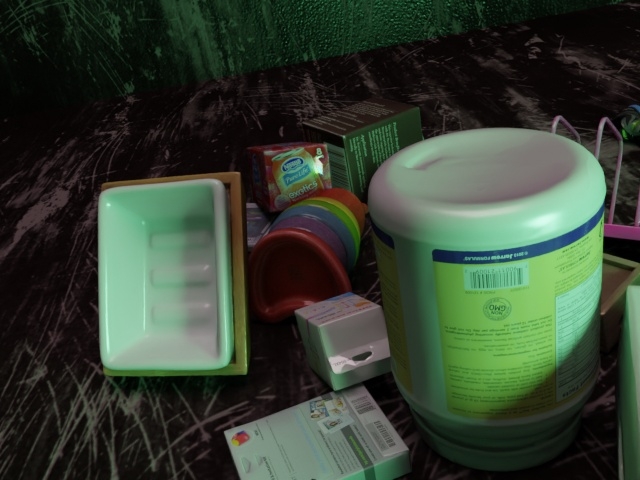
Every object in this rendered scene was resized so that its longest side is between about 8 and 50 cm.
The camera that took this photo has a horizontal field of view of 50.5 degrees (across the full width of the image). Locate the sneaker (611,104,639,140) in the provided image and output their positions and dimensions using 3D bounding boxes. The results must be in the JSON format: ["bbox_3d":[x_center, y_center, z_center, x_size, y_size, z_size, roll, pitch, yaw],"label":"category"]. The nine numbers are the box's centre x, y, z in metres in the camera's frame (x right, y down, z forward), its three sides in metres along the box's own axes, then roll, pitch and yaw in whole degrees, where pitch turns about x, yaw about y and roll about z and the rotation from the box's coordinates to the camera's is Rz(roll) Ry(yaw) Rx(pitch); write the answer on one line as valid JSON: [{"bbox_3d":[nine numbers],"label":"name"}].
[{"bbox_3d":[0.694,-0.235,1.470,0.078,0.067,0.188,-29,27,10],"label":"sneaker"}]

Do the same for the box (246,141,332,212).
[{"bbox_3d":[-0.069,-0.137,1.398,0.128,0.123,0.257,-8,11,-12],"label":"box"}]

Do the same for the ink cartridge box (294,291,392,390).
[{"bbox_3d":[0.034,0.133,0.909,0.092,0.090,0.143,-17,8,-15],"label":"ink cartridge box"}]

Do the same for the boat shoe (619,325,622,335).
[{"bbox_3d":[0.395,0.156,0.806,0.066,0.066,0.183,-12,27,1],"label":"boat shoe"}]

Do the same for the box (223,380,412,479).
[{"bbox_3d":[-0.007,0.249,0.803,0.186,0.038,0.145,-17,27,-15],"label":"box"}]

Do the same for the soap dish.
[{"bbox_3d":[-0.211,0.052,1.012,0.229,0.291,0.118,-4,-5,16],"label":"soap dish"}]

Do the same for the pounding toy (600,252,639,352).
[{"bbox_3d":[0.392,0.082,0.940,0.141,0.100,0.130,-38,36,-25],"label":"pounding toy"}]

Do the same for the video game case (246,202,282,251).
[{"bbox_3d":[-0.169,-0.030,1.413,0.173,0.022,0.190,-1,29,19],"label":"video game case"}]

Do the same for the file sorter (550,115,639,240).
[{"bbox_3d":[0.499,-0.083,1.020,0.290,0.182,0.202,8,1,33],"label":"file sorter"}]

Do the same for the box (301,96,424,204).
[{"bbox_3d":[0.096,-0.196,1.475,0.203,0.168,0.167,-24,29,-25],"label":"box"}]

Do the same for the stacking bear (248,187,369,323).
[{"bbox_3d":[0.000,0.000,1.161,0.175,0.164,0.289,-2,24,20],"label":"stacking bear"}]

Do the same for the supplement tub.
[{"bbox_3d":[0.189,0.065,0.764,0.241,0.331,0.241,-8,28,4],"label":"supplement tub"}]

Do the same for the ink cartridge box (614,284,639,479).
[{"bbox_3d":[0.462,0.189,0.568,0.384,0.160,0.279,0,41,20],"label":"ink cartridge box"}]
